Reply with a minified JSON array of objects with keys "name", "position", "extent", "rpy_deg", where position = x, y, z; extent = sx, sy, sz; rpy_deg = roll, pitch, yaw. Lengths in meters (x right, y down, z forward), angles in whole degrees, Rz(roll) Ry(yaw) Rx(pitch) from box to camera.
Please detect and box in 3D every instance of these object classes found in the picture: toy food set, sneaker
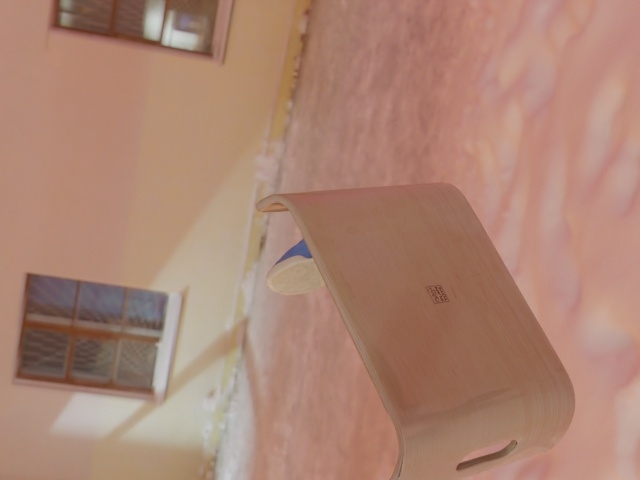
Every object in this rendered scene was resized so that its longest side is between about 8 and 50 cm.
[{"name":"toy food set","position":[0.085,0.075,0.919],"extent":[0.092,0.220,0.306],"rpy_deg":[-52,55,42]},{"name":"sneaker","position":[0.001,0.001,1.149],"extent":[0.152,0.058,0.084],"rpy_deg":[-31,40,15]}]
